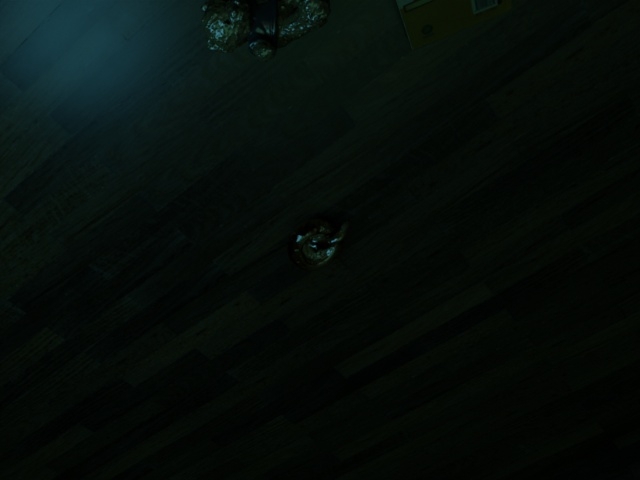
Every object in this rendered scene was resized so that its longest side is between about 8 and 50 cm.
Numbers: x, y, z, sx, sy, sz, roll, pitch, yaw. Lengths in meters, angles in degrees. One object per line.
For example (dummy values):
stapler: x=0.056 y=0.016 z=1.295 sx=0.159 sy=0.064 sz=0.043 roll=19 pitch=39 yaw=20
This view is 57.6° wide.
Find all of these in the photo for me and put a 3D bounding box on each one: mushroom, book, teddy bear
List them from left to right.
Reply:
teddy bear: x=-0.095 y=-0.419 z=1.093 sx=0.251 sy=0.181 sz=0.129 roll=-11 pitch=160 yaw=4
mushroom: x=0.000 y=-0.001 z=1.402 sx=0.171 sy=0.080 sz=0.135 roll=-27 pitch=133 yaw=15
book: x=0.227 y=-0.485 z=1.038 sx=0.208 sy=0.020 sz=0.295 roll=-18 pitch=149 yaw=14
